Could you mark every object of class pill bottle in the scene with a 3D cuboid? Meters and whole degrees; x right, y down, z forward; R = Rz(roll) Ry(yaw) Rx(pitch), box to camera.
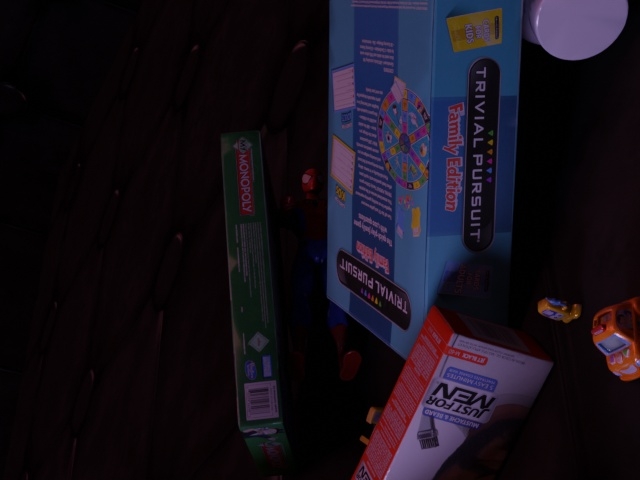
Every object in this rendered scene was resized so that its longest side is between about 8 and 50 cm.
[{"bbox_3d":[0.189,-0.225,0.946,0.103,0.103,0.184,-60,24,29],"label":"pill bottle"}]

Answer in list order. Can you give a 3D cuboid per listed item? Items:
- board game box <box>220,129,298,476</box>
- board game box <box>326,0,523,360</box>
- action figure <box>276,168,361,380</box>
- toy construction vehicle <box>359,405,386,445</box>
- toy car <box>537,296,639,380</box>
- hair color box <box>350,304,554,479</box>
[{"bbox_3d":[-0.064,0.072,1.221,0.213,0.046,0.317,80,-176,-66],"label":"board game box"},{"bbox_3d":[0.081,-0.083,0.997,0.254,0.079,0.336,-145,54,-68],"label":"board game box"},{"bbox_3d":[0.000,0.000,1.239,0.139,0.091,0.280,96,172,-45],"label":"action figure"},{"bbox_3d":[0.051,0.206,1.050,0.086,0.035,0.098,24,97,69],"label":"toy construction vehicle"},{"bbox_3d":[0.188,0.067,0.807,0.122,0.040,0.060,-15,60,65],"label":"toy car"},{"bbox_3d":[0.101,0.144,0.893,0.167,0.093,0.053,-67,21,17],"label":"hair color box"}]
